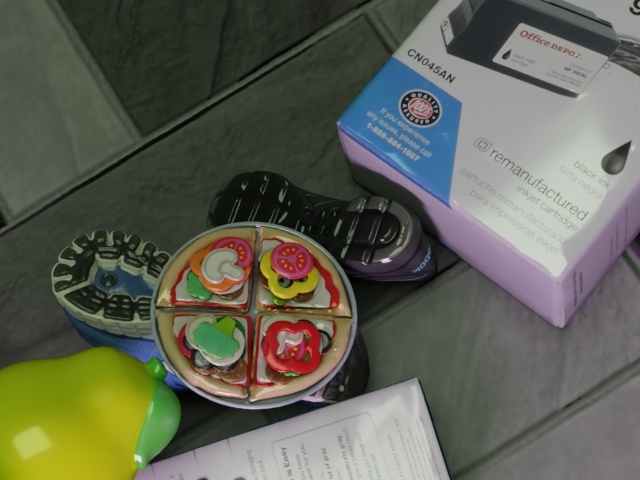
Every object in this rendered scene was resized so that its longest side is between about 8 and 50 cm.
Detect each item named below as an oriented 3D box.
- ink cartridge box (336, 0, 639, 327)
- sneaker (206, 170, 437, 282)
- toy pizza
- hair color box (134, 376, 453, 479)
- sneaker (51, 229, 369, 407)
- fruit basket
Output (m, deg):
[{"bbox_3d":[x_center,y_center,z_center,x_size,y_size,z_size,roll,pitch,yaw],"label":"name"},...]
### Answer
[{"bbox_3d":[0.251,-0.161,1.848,0.285,0.166,0.395,36,79,18],"label":"ink cartridge box"},{"bbox_3d":[0.000,0.000,1.871,0.267,0.106,0.101,14,77,34],"label":"sneaker"},{"bbox_3d":[-0.064,0.067,1.746,0.201,0.032,0.201,2,62,-4],"label":"toy pizza"},{"bbox_3d":[-0.039,0.275,1.767,0.347,0.105,0.174,-18,69,2],"label":"hair color box"},{"bbox_3d":[-0.107,0.093,1.830,0.330,0.147,0.130,19,63,7],"label":"sneaker"},{"bbox_3d":[-0.312,0.239,1.690,0.392,0.283,0.392,5,37,-3],"label":"fruit basket"}]
